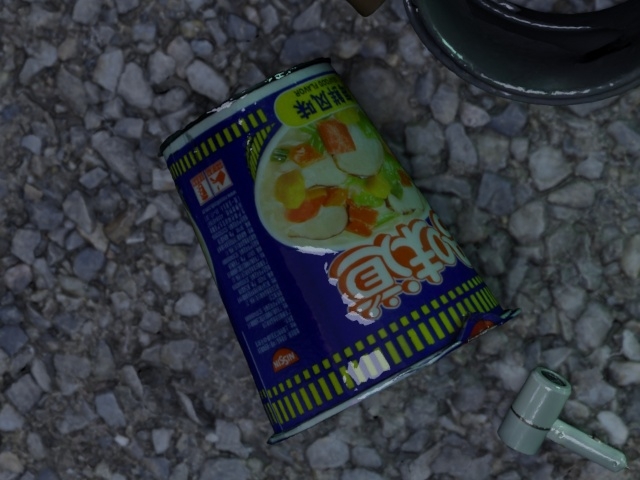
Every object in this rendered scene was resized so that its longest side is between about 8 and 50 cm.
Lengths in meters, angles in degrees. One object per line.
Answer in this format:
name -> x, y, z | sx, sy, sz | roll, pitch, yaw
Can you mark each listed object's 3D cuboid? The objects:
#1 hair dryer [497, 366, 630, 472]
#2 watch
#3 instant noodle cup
hair dryer -> 0.259, 0.195, 1.849 | 0.137, 0.047, 0.082 | 28, 107, 0
watch -> 0.211, -0.302, 1.617 | 0.327, 0.314, 0.335 | 31, 127, -12
instant noodle cup -> 0.000, 0.000, 1.765 | 0.284, 0.284, 0.312 | -30, 87, 18
